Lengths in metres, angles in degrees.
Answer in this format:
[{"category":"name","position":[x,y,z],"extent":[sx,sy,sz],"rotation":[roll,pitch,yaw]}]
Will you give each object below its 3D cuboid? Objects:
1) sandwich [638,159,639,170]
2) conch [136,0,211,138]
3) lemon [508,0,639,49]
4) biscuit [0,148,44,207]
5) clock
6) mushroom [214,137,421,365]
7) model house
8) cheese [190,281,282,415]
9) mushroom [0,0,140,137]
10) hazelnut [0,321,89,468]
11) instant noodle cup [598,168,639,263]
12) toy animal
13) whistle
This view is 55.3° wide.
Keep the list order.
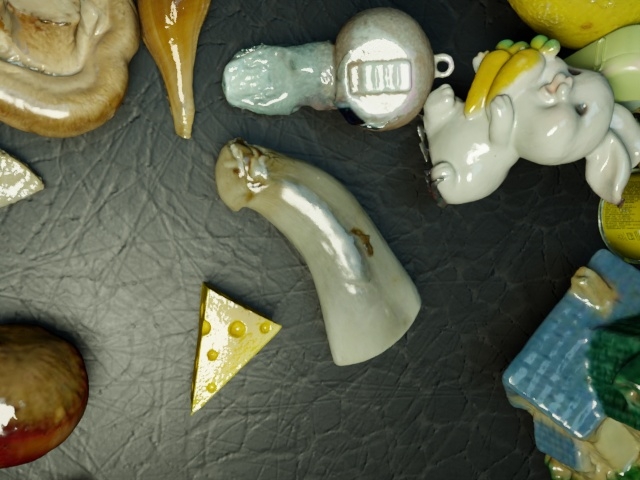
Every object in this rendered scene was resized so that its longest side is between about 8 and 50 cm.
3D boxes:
[{"category":"sandwich","position":[0.614,-0.136,0.923],"extent":[0.215,0.065,0.186],"rotation":[19,120,-23]},{"category":"conch","position":[-0.208,-0.316,0.880],"extent":[0.109,0.093,0.330],"rotation":[-1,92,-15]},{"category":"lemon","position":[0.433,-0.440,0.970],"extent":[0.310,0.258,0.258],"rotation":[39,82,-12]},{"category":"biscuit","position":[-0.516,-0.070,0.811],"extent":[0.250,0.032,0.133],"rotation":[-27,123,-12]},{"category":"clock","position":[0.533,-0.218,1.018],"extent":[0.308,0.235,0.096],"rotation":[21,71,-19]},{"category":"mushroom","position":[-0.001,-0.001,0.931],"extent":[0.177,0.126,0.397],"rotation":[-34,103,-3]},{"category":"model house","position":[0.491,0.234,0.932],"extent":[0.334,0.382,0.342],"rotation":[-47,107,-11]},{"category":"cheese","position":[-0.155,0.169,0.907],"extent":[0.126,0.093,0.171],"rotation":[29,85,-14]},{"category":"mushroom","position":[-0.367,-0.276,0.811],"extent":[0.278,0.146,0.278],"rotation":[7,75,-27]},{"category":"hazelnut","position":[-0.412,0.217,0.802],"extent":[0.208,0.208,0.208],"rotation":[0,91,-15]},{"category":"instant noodle cup","position":[0.618,-0.043,1.084],"extent":[0.182,0.144,0.182],"rotation":[-1,92,-16]},{"category":"toy animal","position":[0.312,-0.161,0.924],"extent":[0.310,0.182,0.247],"rotation":[-16,127,24]},{"category":"whistle","position":[0.026,-0.255,0.933],"extent":[0.348,0.189,0.189],"rotation":[-2,92,7]}]
